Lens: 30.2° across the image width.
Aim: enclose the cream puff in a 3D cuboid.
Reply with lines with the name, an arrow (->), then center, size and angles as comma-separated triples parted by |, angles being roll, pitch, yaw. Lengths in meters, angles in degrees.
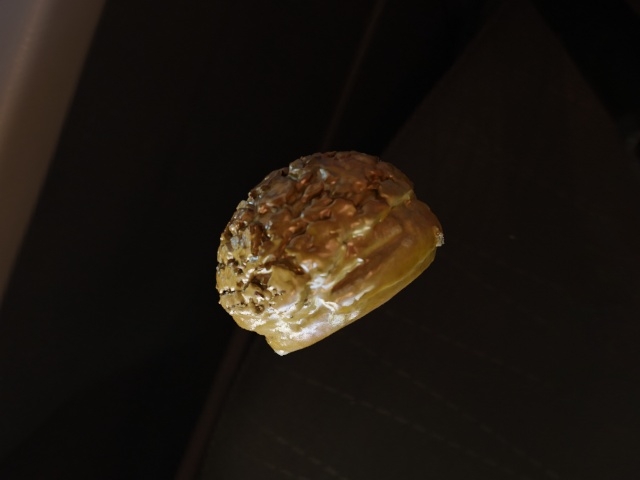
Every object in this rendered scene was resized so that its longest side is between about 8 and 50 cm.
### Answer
cream puff -> 0.000, 0.000, 0.824 | 0.150, 0.165, 0.115 | -22, 99, 47
